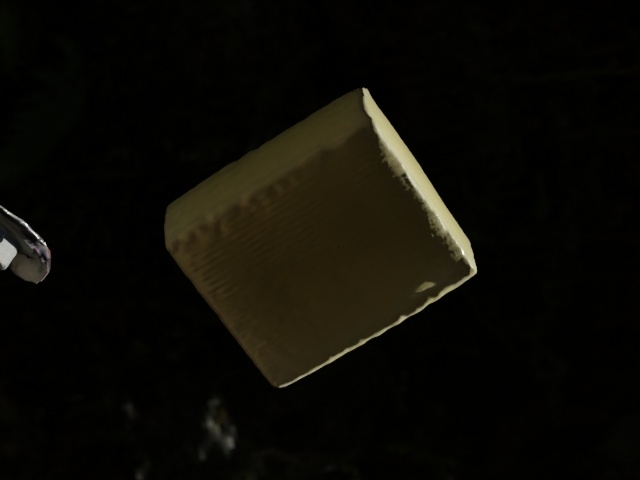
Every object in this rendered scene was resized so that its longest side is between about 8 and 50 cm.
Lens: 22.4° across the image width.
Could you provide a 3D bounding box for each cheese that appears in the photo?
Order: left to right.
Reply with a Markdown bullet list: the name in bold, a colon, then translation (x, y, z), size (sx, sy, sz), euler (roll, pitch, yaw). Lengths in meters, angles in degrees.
- **cheese**: translation (0.000, 0.000, 1.783), size (0.242, 0.265, 0.124), euler (55, 12, -20)

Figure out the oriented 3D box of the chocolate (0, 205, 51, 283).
- **chocolate**: translation (-0.326, 0.006, 1.250), size (0.147, 0.221, 0.221), euler (-60, -174, -5)
